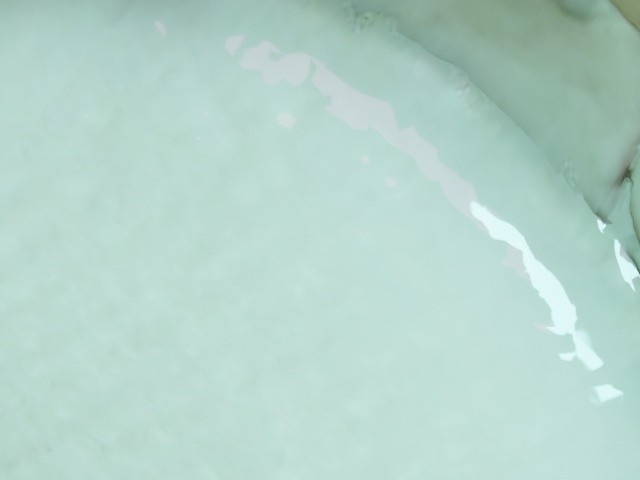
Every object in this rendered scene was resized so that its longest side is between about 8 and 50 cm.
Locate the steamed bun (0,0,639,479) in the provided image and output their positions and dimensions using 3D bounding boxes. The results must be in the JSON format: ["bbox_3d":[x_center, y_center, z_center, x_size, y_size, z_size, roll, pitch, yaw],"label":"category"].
[{"bbox_3d":[0.000,0.000,0.620,0.374,0.241,0.374,13,124,20],"label":"steamed bun"}]
